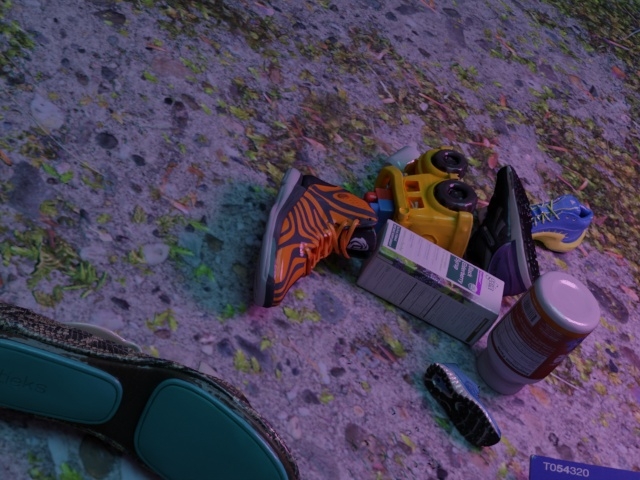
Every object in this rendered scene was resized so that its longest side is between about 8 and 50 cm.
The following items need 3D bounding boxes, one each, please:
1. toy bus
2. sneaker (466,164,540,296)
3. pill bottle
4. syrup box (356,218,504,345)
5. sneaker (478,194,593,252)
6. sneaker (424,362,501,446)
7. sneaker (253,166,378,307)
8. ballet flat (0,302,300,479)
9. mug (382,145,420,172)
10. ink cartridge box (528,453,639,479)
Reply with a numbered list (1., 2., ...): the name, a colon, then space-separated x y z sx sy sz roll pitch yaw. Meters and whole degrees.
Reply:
1. toy bus: 0.158 -0.068 1.998 0.211 0.149 0.220 5 43 -9
2. sneaker: 0.324 -0.020 2.045 0.107 0.124 0.283 54 29 -43
3. pill bottle: 0.353 0.159 1.824 0.121 0.216 0.121 18 43 -18
4. syrup box: 0.190 0.073 1.895 0.236 0.096 0.093 28 40 -6
5. sneaker: 0.429 -0.053 2.159 0.240 0.126 0.091 9 45 -28
6. sneaker: 0.242 0.255 1.774 0.073 0.063 0.162 -11 57 -45
7. sneaker: 0.000 0.000 1.791 0.180 0.125 0.321 15 42 1
8. ballet flat: -0.241 0.197 1.451 0.482 0.164 0.182 25 20 -9
9. mug: 0.158 -0.138 2.115 0.064 0.062 0.078 -24 59 -37
10. ink cartridge box: 0.455 0.456 1.589 0.324 0.071 0.330 7 48 6
